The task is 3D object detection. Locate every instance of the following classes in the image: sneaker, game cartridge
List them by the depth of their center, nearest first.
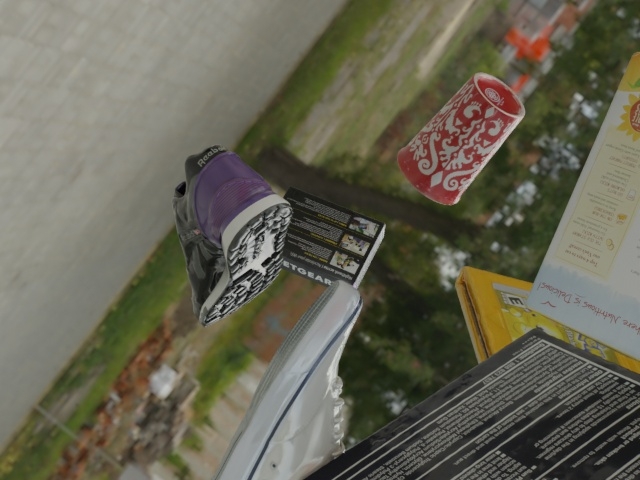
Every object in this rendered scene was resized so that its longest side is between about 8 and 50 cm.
[{"bbox_3d":[-0.017,0.161,1.054,0.258,0.091,0.094,-61,-173,6],"label":"sneaker"},{"bbox_3d":[-0.111,-0.010,1.294,0.107,0.124,0.283,-31,163,-28],"label":"sneaker"},{"bbox_3d":[0.385,0.166,1.782,0.285,0.324,0.052,-99,-155,-56],"label":"game cartridge"}]

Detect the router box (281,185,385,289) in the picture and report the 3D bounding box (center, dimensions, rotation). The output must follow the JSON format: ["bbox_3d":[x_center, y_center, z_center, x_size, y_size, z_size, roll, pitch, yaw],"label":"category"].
[{"bbox_3d":[0.000,0.000,1.913,0.046,0.179,0.133,91,24,-59],"label":"router box"}]

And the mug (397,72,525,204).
[{"bbox_3d":[0.200,-0.160,1.652,0.169,0.113,0.150,-51,-149,34],"label":"mug"}]

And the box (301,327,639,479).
[{"bbox_3d":[0.192,0.254,0.973,0.296,0.182,0.294,-29,-154,-22],"label":"box"}]

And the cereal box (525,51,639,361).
[{"bbox_3d":[0.291,-0.018,0.948,0.047,0.173,0.240,14,101,-53],"label":"cereal box"}]
